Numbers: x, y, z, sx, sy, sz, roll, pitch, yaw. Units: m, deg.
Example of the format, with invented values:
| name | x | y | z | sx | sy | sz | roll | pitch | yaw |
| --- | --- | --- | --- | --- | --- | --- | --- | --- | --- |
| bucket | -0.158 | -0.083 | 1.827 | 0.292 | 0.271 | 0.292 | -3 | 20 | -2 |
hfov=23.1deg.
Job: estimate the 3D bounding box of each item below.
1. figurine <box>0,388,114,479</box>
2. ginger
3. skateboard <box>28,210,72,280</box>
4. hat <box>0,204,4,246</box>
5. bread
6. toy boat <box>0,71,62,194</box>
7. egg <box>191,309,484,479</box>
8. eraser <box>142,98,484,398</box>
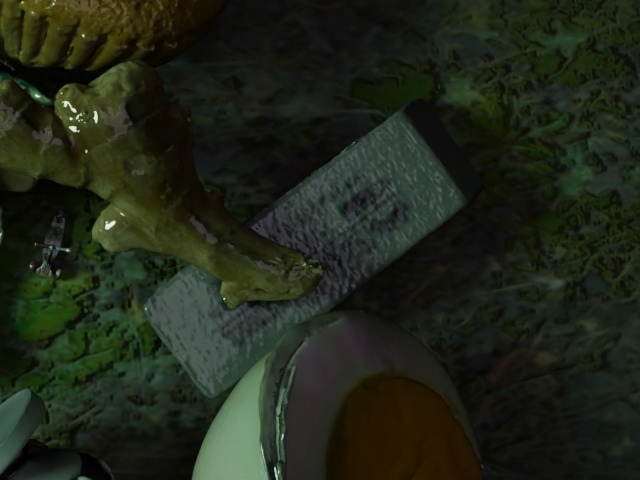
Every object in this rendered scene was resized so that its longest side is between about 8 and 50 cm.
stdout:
| name | x | y | z | sx | sy | sz | roll | pitch | yaw |
| --- | --- | --- | --- | --- | --- | --- | --- | --- | --- |
| figurine | -0.195 | 0.240 | 1.293 | 0.236 | 0.176 | 0.133 | 43 | 87 | -14 |
| ginger | -0.144 | -0.050 | 1.310 | 0.333 | 0.081 | 0.148 | 39 | 78 | -15 |
| skateboard | -0.230 | -0.002 | 1.359 | 0.032 | 0.083 | 0.064 | 16 | 77 | -10 |
| hat | -0.403 | 0.002 | 1.317 | 0.244 | 0.149 | 0.214 | -1 | 116 | 16 |
| bread | -0.193 | -0.229 | 1.350 | 0.240 | 0.139 | 0.240 | 13 | 38 | -10 |
| toy boat | -0.333 | -0.133 | 1.352 | 0.293 | 0.108 | 0.099 | 34 | 41 | -1 |
| egg | 0.009 | 0.204 | 1.349 | 0.286 | 0.174 | 0.264 | -2 | 74 | -47 |
| eraser | 0.000 | 0.000 | 1.418 | 0.352 | 0.077 | 0.111 | -37 | 91 | -16 |
